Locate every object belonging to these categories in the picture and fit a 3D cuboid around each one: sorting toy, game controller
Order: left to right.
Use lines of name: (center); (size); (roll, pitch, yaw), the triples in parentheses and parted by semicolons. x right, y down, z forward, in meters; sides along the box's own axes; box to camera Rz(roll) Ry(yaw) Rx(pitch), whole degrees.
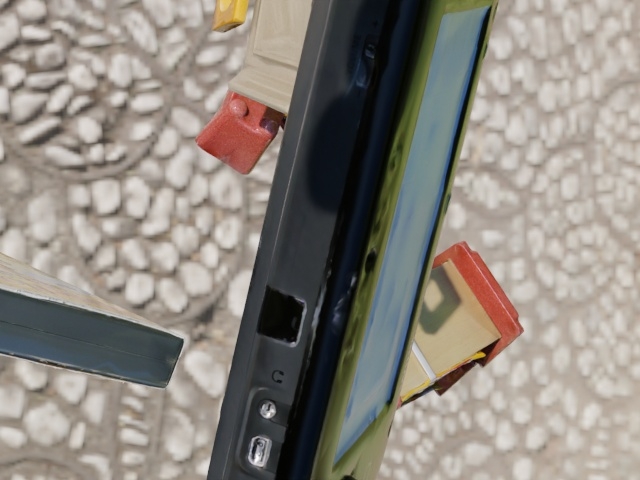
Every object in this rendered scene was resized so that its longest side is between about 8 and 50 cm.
sorting toy: (-0.003, -0.188, 1.114); (0.047, 0.347, 0.196); (12, 98, -20)
game controller: (0.024, -0.009, 0.620); (0.166, 0.067, 0.319); (-17, 124, -65)

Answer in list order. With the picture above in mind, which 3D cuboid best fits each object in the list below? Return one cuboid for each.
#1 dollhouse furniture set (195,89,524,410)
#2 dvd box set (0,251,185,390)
dollhouse furniture set: (0.000, 0.000, 1.496); (0.201, 0.152, 0.374); (-23, 77, -41)
dvd box set: (-0.377, 0.028, 1.534); (0.307, 0.420, 0.062); (21, 90, -53)
